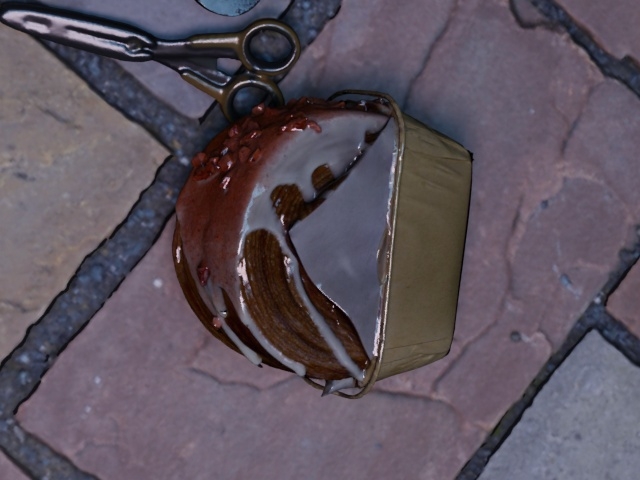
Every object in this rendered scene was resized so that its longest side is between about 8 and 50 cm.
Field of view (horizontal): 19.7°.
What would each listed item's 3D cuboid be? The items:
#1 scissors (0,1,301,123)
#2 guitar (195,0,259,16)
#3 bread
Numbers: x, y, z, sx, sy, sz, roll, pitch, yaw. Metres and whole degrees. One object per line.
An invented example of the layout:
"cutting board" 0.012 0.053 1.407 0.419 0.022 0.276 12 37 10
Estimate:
"scissors" -0.125 -0.140 1.338 0.220 0.017 0.088 13 113 -13
"guitar" -0.136 -0.240 1.324 0.233 0.025 0.088 23 94 -17
"bread" 0.000 0.000 1.341 0.212 0.142 0.224 3 95 -31
